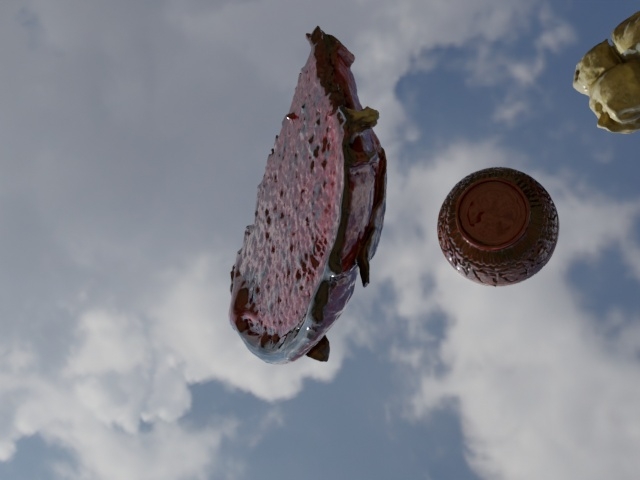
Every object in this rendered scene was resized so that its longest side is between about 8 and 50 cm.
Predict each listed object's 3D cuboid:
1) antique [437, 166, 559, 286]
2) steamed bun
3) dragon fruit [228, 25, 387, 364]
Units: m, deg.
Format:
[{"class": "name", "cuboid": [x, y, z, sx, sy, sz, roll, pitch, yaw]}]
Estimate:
[{"class": "antique", "cuboid": [0.145, -0.010, 1.070, 0.104, 0.104, 0.104, -4, -123, 6]}, {"class": "steamed bun", "cuboid": [0.363, -0.155, 1.264, 0.178, 0.192, 0.106, 8, -121, -33]}, {"class": "dragon fruit", "cuboid": [0.000, 0.000, 1.301, 0.100, 0.343, 0.282, 11, -142, -17]}]
